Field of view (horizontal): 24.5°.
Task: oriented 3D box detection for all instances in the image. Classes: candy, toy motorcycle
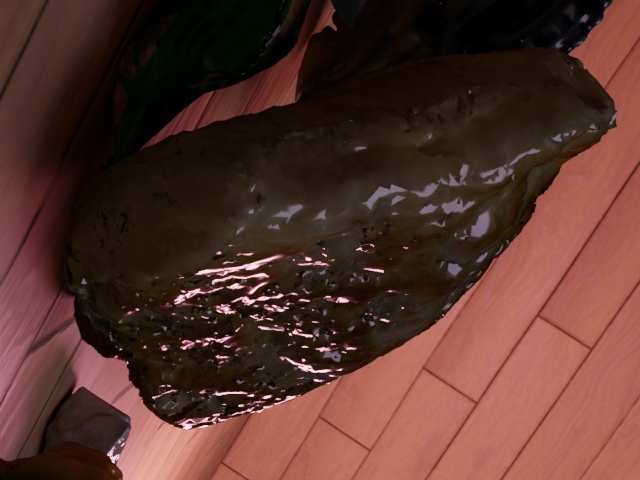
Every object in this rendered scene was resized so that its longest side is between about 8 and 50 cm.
[{"bbox_3d":[-0.068,-0.124,0.906,0.141,0.078,0.203,-41,-176,-34],"label":"candy"},{"bbox_3d":[0.091,-0.149,1.310,0.410,0.169,0.237,-31,-153,34],"label":"toy motorcycle"}]

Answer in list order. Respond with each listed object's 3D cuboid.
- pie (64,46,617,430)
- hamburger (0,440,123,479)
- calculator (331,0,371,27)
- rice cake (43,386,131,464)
[{"bbox_3d":[0.016,-0.010,1.021,0.395,0.180,0.418,-21,170,-17],"label":"pie"},{"bbox_3d":[-0.203,0.253,1.131,0.237,0.237,0.149,-61,177,39],"label":"hamburger"},{"bbox_3d":[0.099,-0.360,1.151,0.386,0.054,0.256,-59,174,1],"label":"calculator"},{"bbox_3d":[-0.232,0.211,1.416,0.063,0.069,0.206,-56,177,-37],"label":"rice cake"}]
